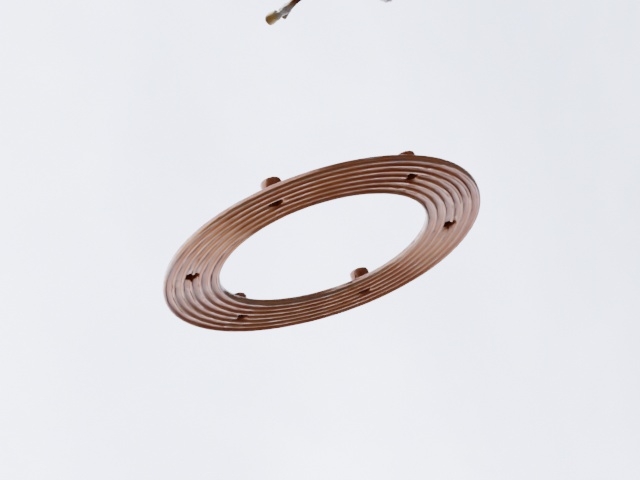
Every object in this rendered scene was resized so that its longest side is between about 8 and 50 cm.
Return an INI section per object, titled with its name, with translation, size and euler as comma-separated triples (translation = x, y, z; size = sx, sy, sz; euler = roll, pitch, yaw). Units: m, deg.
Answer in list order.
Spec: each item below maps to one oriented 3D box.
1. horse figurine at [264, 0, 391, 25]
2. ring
[horse figurine]
translation = 0.023, -0.308, 1.973
size = 0.066, 0.174, 0.263
euler = 48, -157, -29
[ring]
translation = 0.000, 0.000, 1.938
size = 0.336, 0.336, 0.032
euler = 23, -138, -55
